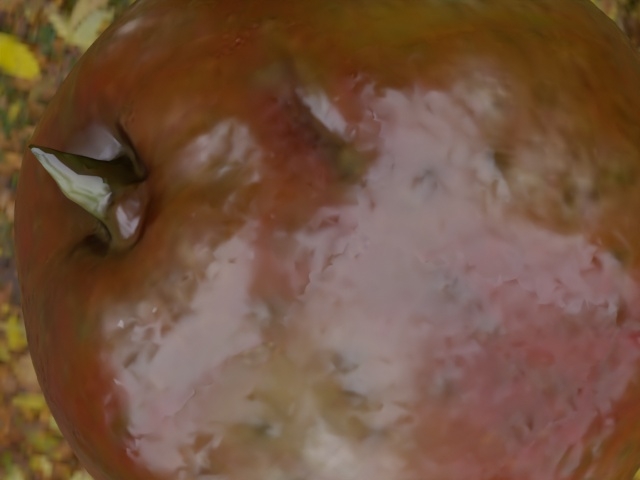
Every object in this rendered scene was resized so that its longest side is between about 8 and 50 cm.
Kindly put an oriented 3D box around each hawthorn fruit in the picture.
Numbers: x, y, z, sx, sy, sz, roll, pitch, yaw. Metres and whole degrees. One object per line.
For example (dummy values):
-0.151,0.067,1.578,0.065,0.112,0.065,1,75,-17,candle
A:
0.000,0.000,1.078,0.403,0.403,0.402,-1,121,-2,hawthorn fruit
